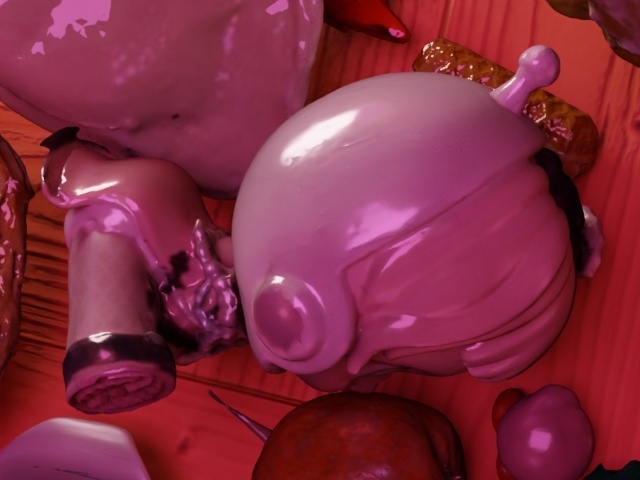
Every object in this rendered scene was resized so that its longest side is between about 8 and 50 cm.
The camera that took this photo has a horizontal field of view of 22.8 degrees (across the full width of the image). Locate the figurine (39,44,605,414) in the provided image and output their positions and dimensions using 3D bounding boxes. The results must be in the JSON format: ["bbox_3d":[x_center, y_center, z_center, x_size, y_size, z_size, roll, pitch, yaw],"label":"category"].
[{"bbox_3d":[-0.002,0.004,1.067,0.361,0.253,0.211,-6,115,17],"label":"figurine"}]

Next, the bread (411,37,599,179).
[{"bbox_3d":[0.134,-0.097,1.159,0.157,0.044,0.052,32,100,24],"label":"bread"}]

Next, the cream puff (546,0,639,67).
[{"bbox_3d":[0.272,-0.286,1.000,0.378,0.378,0.275,-35,39,13],"label":"cream puff"}]

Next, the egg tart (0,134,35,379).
[{"bbox_3d":[-0.368,0.037,1.291,0.341,0.129,0.341,-4,79,20],"label":"egg tart"}]

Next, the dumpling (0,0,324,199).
[{"bbox_3d":[-0.146,-0.219,1.176,0.395,0.233,0.315,50,127,10],"label":"dumpling"}]

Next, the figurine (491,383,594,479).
[{"bbox_3d":[0.155,0.142,1.099,0.071,0.067,0.083,-10,94,40],"label":"figurine"}]

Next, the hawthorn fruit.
[{"bbox_3d":[0.020,0.173,1.115,0.189,0.149,0.149,8,84,46],"label":"hawthorn fruit"}]

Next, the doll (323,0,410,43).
[{"bbox_3d":[0.002,-0.209,1.222,0.169,0.057,0.109,8,86,25],"label":"doll"}]

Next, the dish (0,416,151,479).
[{"bbox_3d":[-0.190,0.255,1.218,0.154,0.064,0.234,8,85,22],"label":"dish"}]

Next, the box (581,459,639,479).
[{"bbox_3d":[0.160,0.327,1.004,0.106,0.264,0.337,36,98,-19],"label":"box"}]
